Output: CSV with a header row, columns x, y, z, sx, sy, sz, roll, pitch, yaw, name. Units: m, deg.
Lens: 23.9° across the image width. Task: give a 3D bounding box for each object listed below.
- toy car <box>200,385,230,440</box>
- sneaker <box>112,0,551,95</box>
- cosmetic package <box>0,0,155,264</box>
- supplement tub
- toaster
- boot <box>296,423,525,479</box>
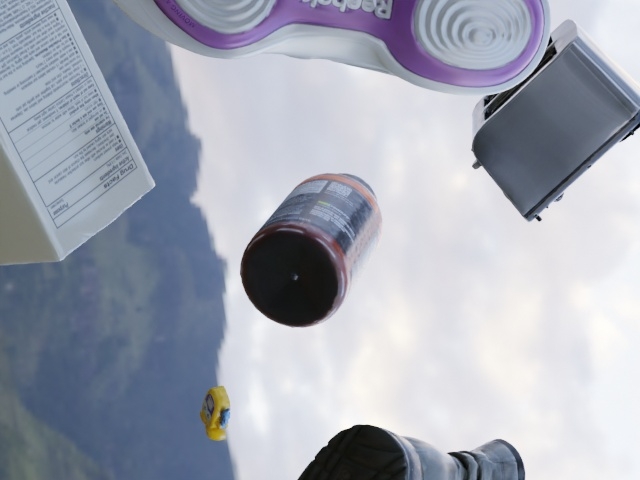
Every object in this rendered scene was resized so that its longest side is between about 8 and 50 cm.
x,y,z,sx,sy,sz,roll,pitch,yaw,name
-0.072,0.124,0.777,0.040,0.060,0.122,109,-20,-49,toy car
-0.018,-0.159,0.932,0.152,0.305,0.114,-133,-119,-73,sneaker
-0.303,-0.139,1.443,0.129,0.153,0.296,-5,-63,42,cosmetic package
0.000,0.000,1.455,0.198,0.106,0.106,-52,145,-63,supplement tub
0.234,-0.124,1.490,0.110,0.185,0.168,45,15,-8,toaster
0.013,0.210,0.944,0.246,0.161,0.083,-43,-123,19,boot
